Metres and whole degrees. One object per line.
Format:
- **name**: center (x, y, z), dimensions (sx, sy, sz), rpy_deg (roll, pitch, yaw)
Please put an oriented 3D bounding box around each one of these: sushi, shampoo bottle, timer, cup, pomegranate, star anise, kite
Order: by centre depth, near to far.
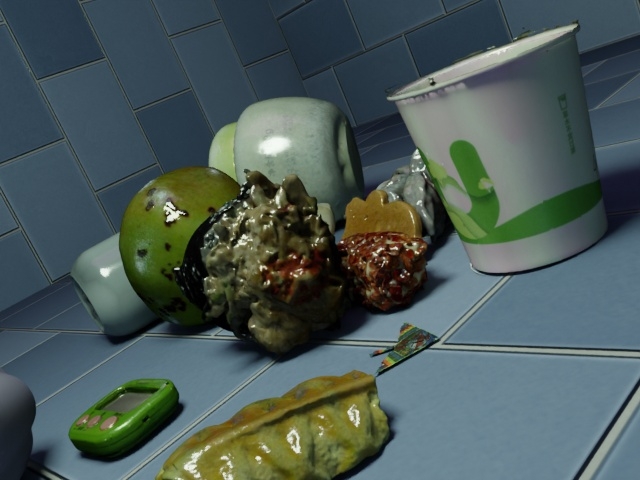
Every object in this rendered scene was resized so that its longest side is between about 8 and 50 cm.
- **kite**: center (0.098, 0.122, 0.786), dimensions (0.090, 0.004, 0.122), rpy_deg (-18, 14, 25)
- **cup**: center (0.247, -0.117, 0.884), dimensions (0.253, 0.274, 0.253), rpy_deg (-21, 14, 6)
- **timer**: center (-0.258, 0.233, 0.888), dimensions (0.140, 0.047, 0.128), rpy_deg (-11, 20, 44)
- **sushi**: center (-0.074, 0.040, 0.935), dimensions (0.225, 0.238, 0.218), rpy_deg (-44, 22, -9)
- **pomegranate**: center (-0.209, 0.033, 1.194), dimensions (0.290, 0.291, 0.323), rpy_deg (-28, 48, -17)
- **star anise**: center (0.165, -0.083, 1.199), dimensions (0.359, 0.139, 0.316), rpy_deg (-29, 11, 21)
- **cup**: center (-0.348, 0.057, 1.413), dimensions (0.312, 0.206, 0.205), rpy_deg (-32, 15, -25)
- **shampoo bottle**: center (-0.068, -0.164, 1.519), dimensions (0.317, 0.323, 0.322), rpy_deg (-11, 17, 23)

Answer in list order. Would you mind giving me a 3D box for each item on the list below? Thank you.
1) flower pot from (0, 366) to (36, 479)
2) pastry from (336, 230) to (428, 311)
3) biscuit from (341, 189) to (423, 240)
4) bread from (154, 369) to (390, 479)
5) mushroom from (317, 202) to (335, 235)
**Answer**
- **flower pot**: center (-0.480, 0.245, 0.812), dimensions (0.265, 0.265, 0.243), rpy_deg (-24, 4, -2)
- **pastry**: center (0.080, 0.037, 0.973), dimensions (0.115, 0.097, 0.208), rpy_deg (-17, 9, -15)
- **biscuit**: center (0.100, -0.018, 1.097), dimensions (0.027, 0.134, 0.184), rpy_deg (10, -11, -38)
- **bread**: center (-0.045, 0.189, 0.612), dimensions (0.232, 0.088, 0.128), rpy_deg (-25, 20, -27)
- **mushroom**: center (0.000, 0.000, 1.146), dimensions (0.084, 0.071, 0.209), rpy_deg (-13, 43, 8)
